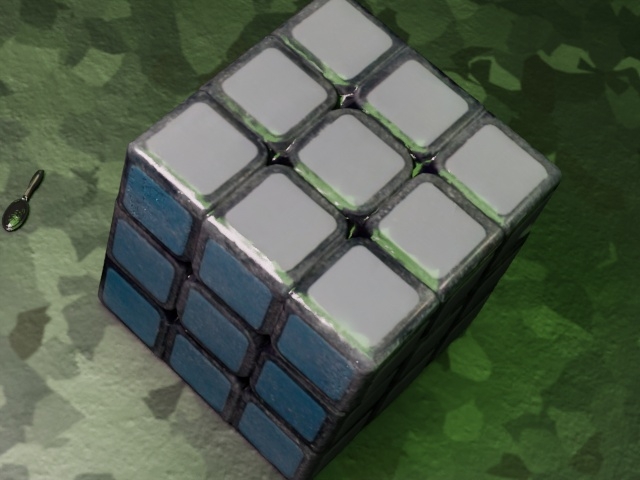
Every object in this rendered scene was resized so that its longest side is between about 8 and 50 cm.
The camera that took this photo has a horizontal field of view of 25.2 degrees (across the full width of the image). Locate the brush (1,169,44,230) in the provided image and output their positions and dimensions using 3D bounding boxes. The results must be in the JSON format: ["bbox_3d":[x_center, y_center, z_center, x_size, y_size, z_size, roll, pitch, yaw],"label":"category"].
[{"bbox_3d":[-0.312,-0.043,1.513,0.024,0.008,0.083,22,57,4],"label":"brush"}]

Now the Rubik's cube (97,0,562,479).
[{"bbox_3d":[0.000,0.000,1.390,0.301,0.305,0.304,41,61,13],"label":"Rubik's cube"}]
